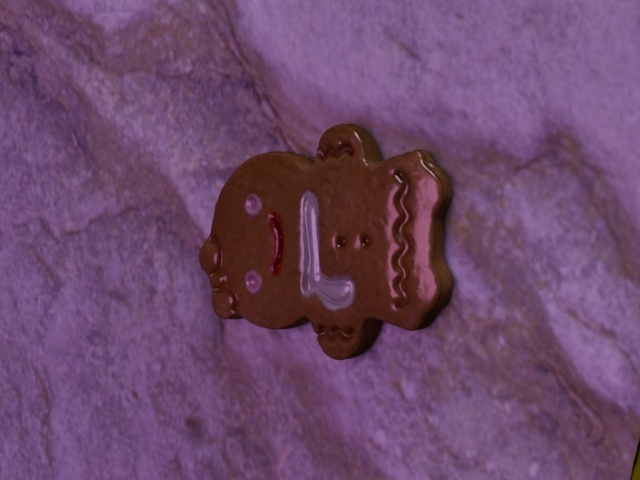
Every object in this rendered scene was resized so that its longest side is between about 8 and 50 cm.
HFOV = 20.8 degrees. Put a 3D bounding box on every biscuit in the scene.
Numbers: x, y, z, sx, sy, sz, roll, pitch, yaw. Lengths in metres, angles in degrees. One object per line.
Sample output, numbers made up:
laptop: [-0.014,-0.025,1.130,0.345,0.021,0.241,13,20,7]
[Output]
biscuit: [-0.002,0.000,1.370,0.249,0.035,0.184,3,92,41]

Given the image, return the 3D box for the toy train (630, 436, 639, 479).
toy train: [0.306,0.173,0.971,0.272,0.179,0.442,32,130,38]
